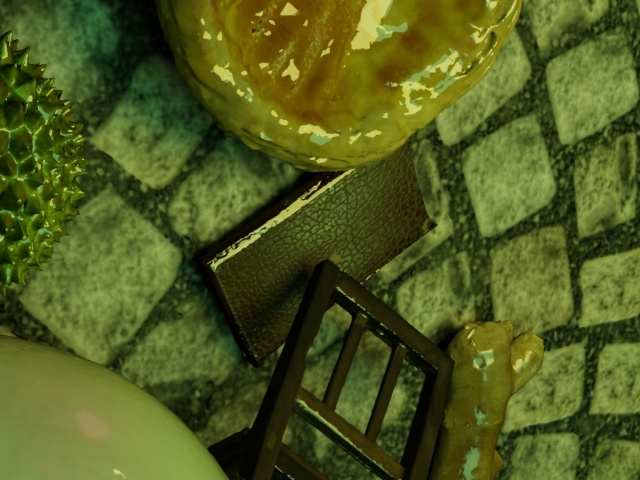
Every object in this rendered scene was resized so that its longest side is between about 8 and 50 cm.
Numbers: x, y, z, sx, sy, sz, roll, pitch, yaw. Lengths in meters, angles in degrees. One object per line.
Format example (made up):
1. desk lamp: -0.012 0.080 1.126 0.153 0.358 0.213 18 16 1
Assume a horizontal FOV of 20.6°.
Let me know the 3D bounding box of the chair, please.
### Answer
1. chair: -0.055 0.254 1.596 0.203 0.240 0.416 39 40 -19

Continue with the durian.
1. durian: -0.287 -0.063 1.400 0.200 0.176 0.237 -29 129 -4

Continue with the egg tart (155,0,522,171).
1. egg tart: 0.008 -0.255 1.551 0.387 0.169 0.388 -11 111 -30

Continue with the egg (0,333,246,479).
1. egg: -0.282 0.227 1.368 0.340 0.354 0.354 41 77 -23

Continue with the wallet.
1. wallet: 0.000 0.000 1.684 0.243 0.039 0.133 -38 126 -21

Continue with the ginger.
1. ginger: 0.141 0.222 1.816 0.118 0.065 0.299 19 93 -30
